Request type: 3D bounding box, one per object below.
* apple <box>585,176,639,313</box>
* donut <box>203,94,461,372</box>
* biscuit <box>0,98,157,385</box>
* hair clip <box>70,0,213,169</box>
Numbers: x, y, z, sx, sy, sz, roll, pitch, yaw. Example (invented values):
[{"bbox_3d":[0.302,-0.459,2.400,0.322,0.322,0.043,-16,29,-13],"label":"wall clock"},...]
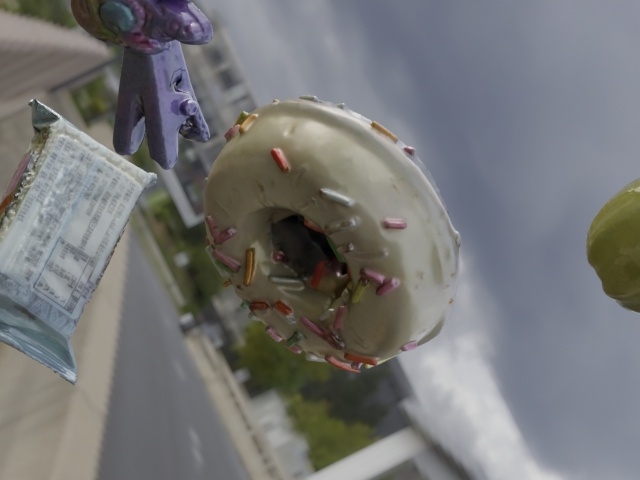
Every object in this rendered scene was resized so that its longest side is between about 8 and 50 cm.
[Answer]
[{"bbox_3d":[0.435,0.003,2.149,0.200,0.200,0.200,63,-3,7],"label":"apple"},{"bbox_3d":[0.000,0.000,2.157,0.382,0.142,0.383,26,-44,27],"label":"donut"},{"bbox_3d":[-0.299,-0.008,1.877,0.186,0.309,0.079,32,-35,-17],"label":"biscuit"},{"bbox_3d":[-0.142,-0.174,1.451,0.137,0.090,0.278,19,-42,29],"label":"hair clip"}]
